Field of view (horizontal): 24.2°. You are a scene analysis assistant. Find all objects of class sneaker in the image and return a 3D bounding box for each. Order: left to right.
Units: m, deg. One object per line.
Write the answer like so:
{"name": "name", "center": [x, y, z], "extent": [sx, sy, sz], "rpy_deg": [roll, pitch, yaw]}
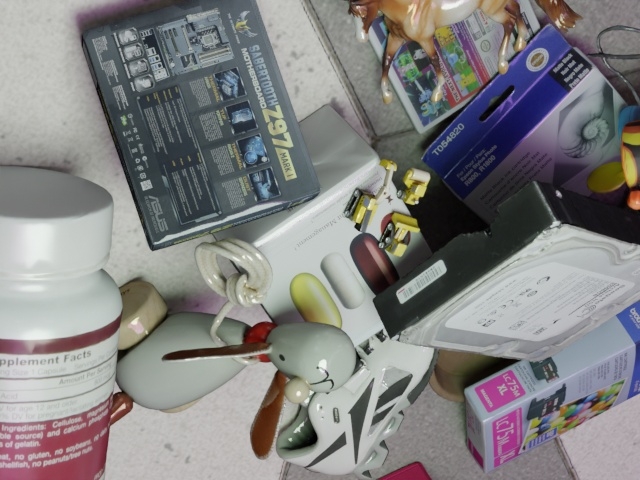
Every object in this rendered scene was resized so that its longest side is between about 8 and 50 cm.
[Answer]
{"name": "sneaker", "center": [0.040, 0.156, 1.802], "extent": [0.146, 0.122, 0.331], "rpy_deg": [8, 118, -24]}

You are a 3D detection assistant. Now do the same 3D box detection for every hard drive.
{"name": "hard drive", "center": [0.245, 0.046, 1.670], "extent": [0.237, 0.064, 0.339], "rpy_deg": [-37, 153, 26]}

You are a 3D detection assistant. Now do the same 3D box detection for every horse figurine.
{"name": "horse figurine", "center": [0.151, -0.244, 1.620], "extent": [0.263, 0.066, 0.174], "rpy_deg": [-21, 132, -9]}

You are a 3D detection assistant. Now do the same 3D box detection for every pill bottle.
{"name": "pill bottle", "center": [-0.325, 0.135, 1.546], "extent": [0.224, 0.224, 0.392], "rpy_deg": [0, 108, -24]}

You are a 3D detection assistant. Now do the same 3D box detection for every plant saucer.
{"name": "plant saucer", "center": [0.240, 0.089, 1.863], "extent": [0.277, 0.041, 0.278], "rpy_deg": [-24, 140, -21]}

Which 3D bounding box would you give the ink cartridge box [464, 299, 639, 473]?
{"name": "ink cartridge box", "center": [0.336, 0.183, 1.949], "extent": [0.311, 0.065, 0.186], "rpy_deg": [-28, 151, -9]}

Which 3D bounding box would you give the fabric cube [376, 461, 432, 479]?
{"name": "fabric cube", "center": [0.104, 0.502, 1.955], "extent": [0.254, 0.258, 0.259], "rpy_deg": [-26, 126, -6]}

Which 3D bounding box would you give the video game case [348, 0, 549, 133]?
{"name": "video game case", "center": [0.146, -0.243, 1.673], "extent": [0.183, 0.023, 0.201], "rpy_deg": [-33, 128, -3]}

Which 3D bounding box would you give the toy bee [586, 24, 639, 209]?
{"name": "toy bee", "center": [0.382, -0.092, 1.719], "extent": [0.298, 0.162, 0.195], "rpy_deg": [24, 151, -30]}

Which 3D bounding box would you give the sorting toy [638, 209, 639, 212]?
{"name": "sorting toy", "center": [0.430, -0.077, 1.875], "extent": [0.102, 0.061, 0.042], "rpy_deg": [-44, 130, -23]}

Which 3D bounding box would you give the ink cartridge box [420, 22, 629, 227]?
{"name": "ink cartridge box", "center": [0.260, -0.112, 1.771], "extent": [0.223, 0.045, 0.224], "rpy_deg": [-47, 133, 7]}

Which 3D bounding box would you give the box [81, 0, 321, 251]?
{"name": "box", "center": [-0.122, -0.126, 1.522], "extent": [0.183, 0.059, 0.233], "rpy_deg": [-19, 87, -11]}

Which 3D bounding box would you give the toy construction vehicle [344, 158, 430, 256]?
{"name": "toy construction vehicle", "center": [0.076, -0.033, 1.575], "extent": [0.085, 0.035, 0.098], "rpy_deg": [18, 106, -34]}

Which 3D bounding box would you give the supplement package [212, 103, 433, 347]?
{"name": "supplement package", "center": [0.000, 0.000, 1.674], "extent": [0.194, 0.149, 0.203], "rpy_deg": [-35, 126, -3]}

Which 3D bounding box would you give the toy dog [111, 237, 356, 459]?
{"name": "toy dog", "center": [-0.132, 0.146, 1.611], "extent": [0.220, 0.333, 0.161], "rpy_deg": [42, 58, -16]}
